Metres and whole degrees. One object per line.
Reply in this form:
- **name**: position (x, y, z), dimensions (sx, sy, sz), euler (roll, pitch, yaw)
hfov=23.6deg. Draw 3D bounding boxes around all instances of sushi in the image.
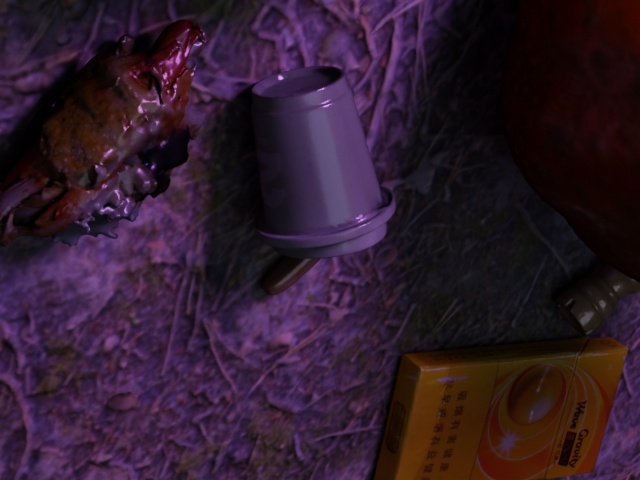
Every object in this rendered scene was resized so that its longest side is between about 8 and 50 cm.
- **sushi**: position (-0.157, -0.069, 1.143), dimensions (0.226, 0.097, 0.103), euler (-49, 134, -1)

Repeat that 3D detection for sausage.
- **sausage**: position (0.000, 0.000, 1.337), dimensions (0.132, 0.024, 0.024), euler (-45, 131, -7)

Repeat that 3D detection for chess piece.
- **chess piece**: position (0.296, 0.040, 1.542), dimensions (0.122, 0.066, 0.066), euler (-37, 129, -6)

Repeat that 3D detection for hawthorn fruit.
- **hawthorn fruit**: position (0.361, -0.138, 1.279), dimensions (0.403, 0.403, 0.403), euler (-16, 122, -27)

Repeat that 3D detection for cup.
- **cup**: position (-0.003, -0.065, 1.246), dimensions (0.120, 0.120, 0.141), euler (-20, 115, -25)

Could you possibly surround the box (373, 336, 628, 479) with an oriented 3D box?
- **box**: position (0.184, 0.176, 1.543), dimensions (0.269, 0.043, 0.152), euler (-1, 115, -34)
